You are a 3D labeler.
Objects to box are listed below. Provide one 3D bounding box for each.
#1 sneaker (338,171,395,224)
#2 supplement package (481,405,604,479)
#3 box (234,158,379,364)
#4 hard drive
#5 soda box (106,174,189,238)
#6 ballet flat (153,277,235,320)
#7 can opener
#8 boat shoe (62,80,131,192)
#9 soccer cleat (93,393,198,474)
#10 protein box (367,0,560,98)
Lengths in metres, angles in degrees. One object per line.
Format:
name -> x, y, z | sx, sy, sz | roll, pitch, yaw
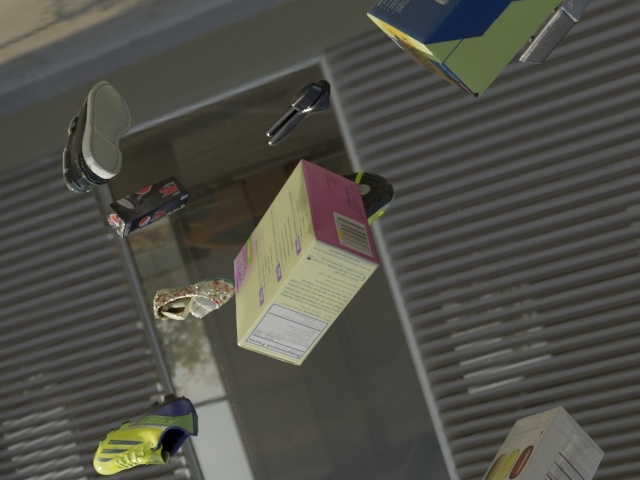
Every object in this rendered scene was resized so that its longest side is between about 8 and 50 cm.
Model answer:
sneaker -> 0.000, 0.000, 1.772 | 0.384, 0.145, 0.147 | -37, 138, 3
supplement package -> 0.416, 0.462, 1.599 | 0.244, 0.134, 0.139 | -45, -176, -38
box -> -0.032, 0.036, 1.344 | 0.243, 0.117, 0.213 | -53, -152, 28
hard drive -> 0.491, -0.474, 1.668 | 0.255, 0.054, 0.172 | -59, -178, -36
soda box -> -0.361, -0.073, 1.736 | 0.169, 0.060, 0.053 | -31, 160, -37
ballet flat -> -0.292, 0.144, 1.899 | 0.241, 0.091, 0.077 | -13, -131, 39
can opener -> -0.047, -0.255, 1.636 | 0.073, 0.059, 0.186 | 23, 138, -30
boat shoe -> -0.441, -0.206, 1.611 | 0.091, 0.114, 0.302 | -32, -149, 18
soccer cleat -> -0.381, 0.444, 1.789 | 0.289, 0.121, 0.093 | -37, 149, 18
protein box -> 0.214, -0.358, 1.255 | 0.200, 0.136, 0.201 | -50, -147, 8
